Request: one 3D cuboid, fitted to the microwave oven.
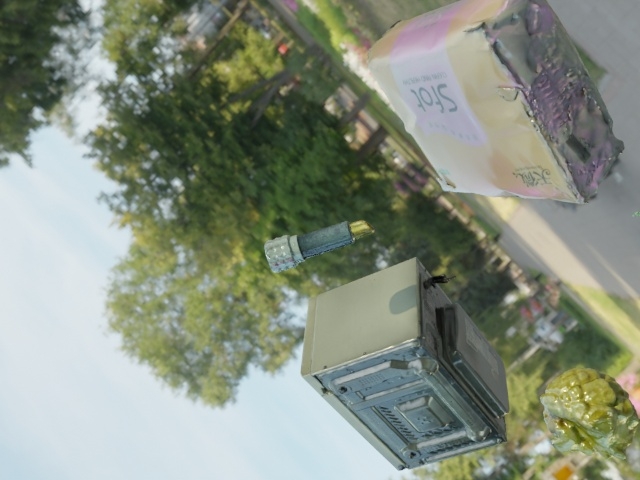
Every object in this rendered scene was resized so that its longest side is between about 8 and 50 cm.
[{"bbox_3d":[0.117,0.165,1.084,0.240,0.194,0.145,49,-147,-34],"label":"microwave oven"}]

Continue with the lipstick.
[{"bbox_3d":[0.000,0.000,0.903,0.037,0.116,0.037,-19,-90,-81],"label":"lipstick"}]

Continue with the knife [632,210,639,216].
[{"bbox_3d":[0.700,-0.081,1.808,0.022,0.078,0.166,62,-156,-2],"label":"knife"}]

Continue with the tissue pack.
[{"bbox_3d":[0.180,-0.150,0.899,0.215,0.123,0.257,54,165,-16],"label":"tissue pack"}]

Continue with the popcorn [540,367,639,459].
[{"bbox_3d":[0.475,0.303,1.486,0.173,0.173,0.142,46,-135,12],"label":"popcorn"}]
